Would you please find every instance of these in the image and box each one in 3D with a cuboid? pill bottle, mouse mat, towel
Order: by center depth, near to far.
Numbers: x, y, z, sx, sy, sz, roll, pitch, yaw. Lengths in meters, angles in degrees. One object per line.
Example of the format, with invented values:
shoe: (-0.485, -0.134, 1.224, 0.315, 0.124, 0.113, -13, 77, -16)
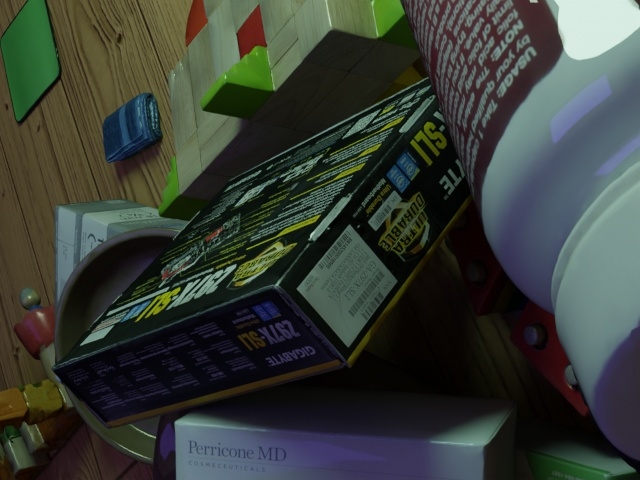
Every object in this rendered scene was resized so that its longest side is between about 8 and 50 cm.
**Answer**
pill bottle: (0.175, -0.093, 0.625, 0.224, 0.224, 0.392, -59, 31, 39)
towel: (-0.245, -0.144, 1.494, 0.119, 0.029, 0.067, -20, 77, 53)
mouse mat: (-0.442, -0.281, 1.764, 0.189, 0.007, 0.153, -30, 70, 50)

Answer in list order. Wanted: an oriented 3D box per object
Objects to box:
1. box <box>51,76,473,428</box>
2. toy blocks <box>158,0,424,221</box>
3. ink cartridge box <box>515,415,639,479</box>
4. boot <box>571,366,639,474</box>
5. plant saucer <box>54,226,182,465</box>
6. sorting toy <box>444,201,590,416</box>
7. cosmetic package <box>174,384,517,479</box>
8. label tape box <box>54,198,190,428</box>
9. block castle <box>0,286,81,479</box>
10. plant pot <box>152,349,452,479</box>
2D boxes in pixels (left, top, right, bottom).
box: (-0.034, 0.011, 0.882, 0.079, 0.257, 0.322, 49, 142, -15)
toy blocks: (-0.043, -0.216, 1.119, 0.381, 0.190, 0.261, -41, 50, 47)
ink cartridge box: (0.190, 0.262, 0.898, 0.160, 0.092, 0.219, 5, 98, 54)
boot: (0.285, 0.139, 0.656, 0.338, 0.118, 0.223, 60, 162, -8)
plant saucer: (-0.168, 0.119, 1.304, 0.278, 0.041, 0.278, 3, 102, 17)
sorting toy: (0.193, -0.024, 0.863, 0.255, 0.089, 0.257, 50, 131, 38)
cosmetic package: (0.022, 0.230, 0.846, 0.224, 0.138, 0.225, 1, 94, 18)
label tape box: (-0.210, 0.092, 1.410, 0.333, 0.106, 0.241, 16, 107, 52)
block castle: (-0.558, 0.265, 1.743, 0.453, 0.303, 0.213, -47, 64, 46)
plant pot: (0.022, 0.194, 1.025, 0.229, 0.263, 0.263, 7, 100, 35)
